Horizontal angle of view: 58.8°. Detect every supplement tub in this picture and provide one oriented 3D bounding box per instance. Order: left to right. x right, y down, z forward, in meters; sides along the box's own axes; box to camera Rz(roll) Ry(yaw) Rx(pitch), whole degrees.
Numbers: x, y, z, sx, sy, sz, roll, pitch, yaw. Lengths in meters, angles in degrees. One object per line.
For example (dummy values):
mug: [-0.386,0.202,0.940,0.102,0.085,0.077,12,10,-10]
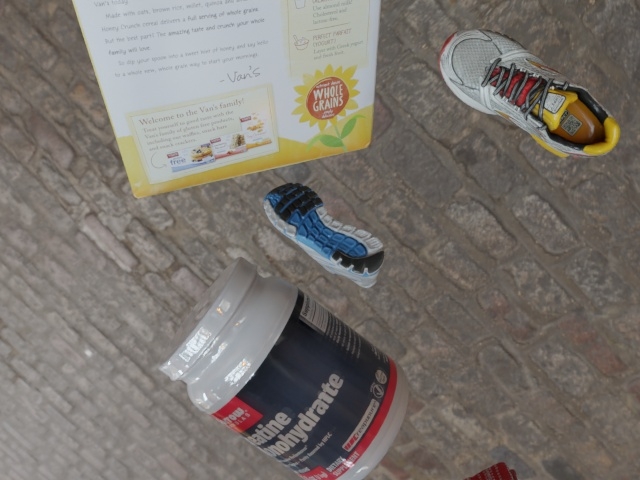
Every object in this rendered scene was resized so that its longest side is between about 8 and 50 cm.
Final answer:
supplement tub: [-0.043,0.167,0.719,0.272,0.191,0.191,38,129,-11]

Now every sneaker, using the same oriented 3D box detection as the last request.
sneaker: [0.000,0.000,0.731,0.190,0.071,0.083,39,160,25]
sneaker: [0.236,-0.166,0.629,0.225,0.093,0.088,27,103,-6]

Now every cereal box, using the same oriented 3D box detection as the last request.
cereal box: [-0.050,-0.145,0.322,0.173,0.047,0.240,-13,136,-13]

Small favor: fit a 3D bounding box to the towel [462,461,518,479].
towel: [0.131,0.384,0.737,0.274,0.199,0.031,-26,90,14]
